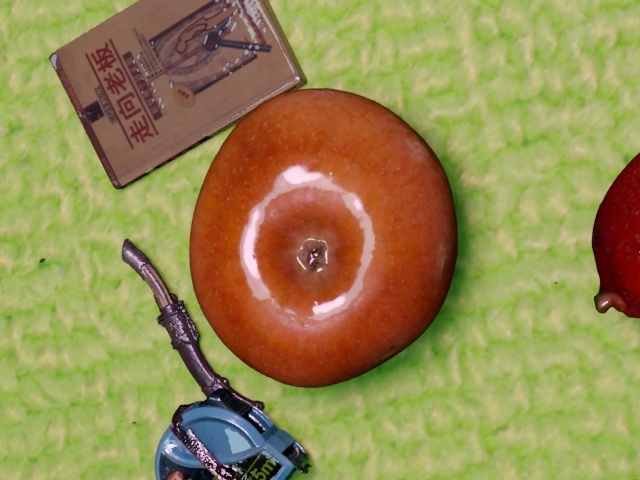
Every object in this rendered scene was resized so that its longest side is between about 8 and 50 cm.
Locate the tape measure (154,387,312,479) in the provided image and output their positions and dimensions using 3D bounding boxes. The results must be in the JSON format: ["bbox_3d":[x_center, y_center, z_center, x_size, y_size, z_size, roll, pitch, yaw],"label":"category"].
[{"bbox_3d":[-0.096,0.223,1.471,0.146,0.081,0.125,40,107,8],"label":"tape measure"}]

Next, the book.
[{"bbox_3d":[-0.147,-0.175,1.510,0.231,0.026,0.161,-29,83,16],"label":"book"}]

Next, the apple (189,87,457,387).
[{"bbox_3d":[0.000,0.000,1.376,0.251,0.206,0.272,32,98,11],"label":"apple"}]

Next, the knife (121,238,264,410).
[{"bbox_3d":[-0.139,0.094,1.514,0.045,0.021,0.222,-40,84,15],"label":"knife"}]

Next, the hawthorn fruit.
[{"bbox_3d":[0.315,-0.001,1.306,0.188,0.169,0.169,-43,79,17],"label":"hawthorn fruit"}]
